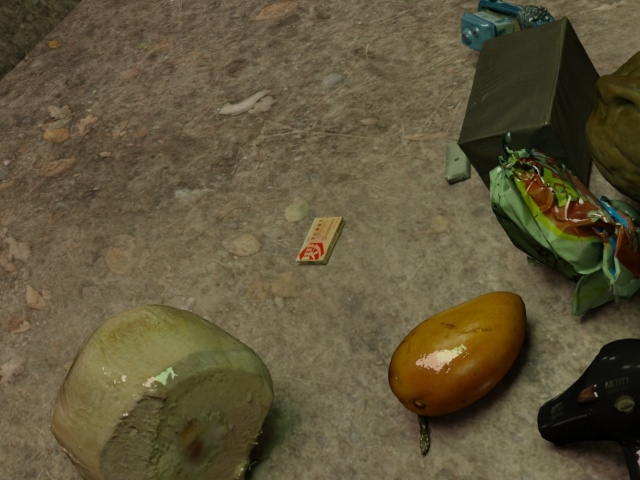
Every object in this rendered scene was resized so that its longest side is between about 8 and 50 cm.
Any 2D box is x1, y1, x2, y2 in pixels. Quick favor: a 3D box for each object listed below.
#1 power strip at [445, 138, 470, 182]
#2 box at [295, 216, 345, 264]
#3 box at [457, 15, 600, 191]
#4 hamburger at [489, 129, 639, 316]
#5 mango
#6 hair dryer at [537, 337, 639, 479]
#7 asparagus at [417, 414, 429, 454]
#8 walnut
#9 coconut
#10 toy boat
[{"bbox_3d":[0.223,-0.129,1.923,0.040,0.016,0.090,-17,42,25],"label":"power strip"},{"bbox_3d":[0.000,0.000,1.968,0.058,0.015,0.093,-4,49,38],"label":"box"},{"bbox_3d":[0.326,-0.196,1.804,0.149,0.155,0.231,-11,47,34],"label":"box"},{"bbox_3d":[0.321,-0.015,1.596,0.150,0.260,0.276,-54,0,17],"label":"hamburger"},{"bbox_3d":[0.190,0.146,1.593,0.219,0.112,0.145,-39,33,-6],"label":"mango"},{"bbox_3d":[0.341,0.296,1.311,0.304,0.120,0.359,131,137,-61],"label":"hair dryer"},{"bbox_3d":[0.137,0.244,1.615,0.015,0.014,0.114,-56,25,34],"label":"asparagus"},{"bbox_3d":[0.486,-0.145,1.559,0.283,0.283,0.227,37,107,51],"label":"walnut"},{"bbox_3d":[-0.235,0.236,1.700,0.254,0.297,0.297,23,67,45],"label":"coconut"},{"bbox_3d":[0.323,-0.339,1.976,0.098,0.109,0.238,-18,32,-24],"label":"toy boat"}]
